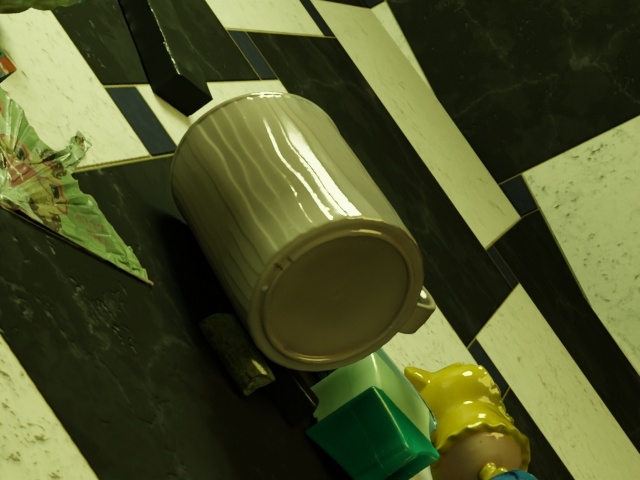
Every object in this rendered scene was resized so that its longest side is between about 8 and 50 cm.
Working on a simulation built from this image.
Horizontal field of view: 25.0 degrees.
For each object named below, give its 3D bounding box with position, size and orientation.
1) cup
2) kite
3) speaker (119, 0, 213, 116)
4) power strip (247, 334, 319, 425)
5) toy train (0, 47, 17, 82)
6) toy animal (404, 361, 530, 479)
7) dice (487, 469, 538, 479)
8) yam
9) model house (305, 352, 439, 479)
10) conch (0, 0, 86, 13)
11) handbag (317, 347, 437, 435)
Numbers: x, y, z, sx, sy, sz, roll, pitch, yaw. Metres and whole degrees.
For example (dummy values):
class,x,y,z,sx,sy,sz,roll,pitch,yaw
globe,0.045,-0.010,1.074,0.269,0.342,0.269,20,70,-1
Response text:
class,x,y,z,sx,sy,sz,roll,pitch,yaw
cup,-0.017,0.009,1.608,0.273,0.208,0.288,57,-6,50
kite,-0.274,-0.073,1.433,0.323,0.013,0.268,53,16,-5
speaker,-0.215,-0.269,1.948,0.082,0.044,0.218,34,25,-51
power strip,-0.047,0.148,1.584,0.111,0.038,0.029,54,14,-4
toy train,-0.432,-0.284,1.273,0.409,0.086,0.089,52,15,-7
toy animal,0.196,0.261,1.893,0.156,0.156,0.230,44,9,-34
dice,0.225,0.372,1.719,0.146,0.143,0.146,47,18,-12
yam,-0.088,0.118,1.521,0.094,0.043,0.043,57,16,8
model house,0.059,0.219,1.627,0.127,0.100,0.149,47,15,-22
conch,-0.349,-0.306,1.542,0.173,0.106,0.116,48,-9,32
handbag,0.052,0.176,1.788,0.221,0.057,0.144,54,20,-1
